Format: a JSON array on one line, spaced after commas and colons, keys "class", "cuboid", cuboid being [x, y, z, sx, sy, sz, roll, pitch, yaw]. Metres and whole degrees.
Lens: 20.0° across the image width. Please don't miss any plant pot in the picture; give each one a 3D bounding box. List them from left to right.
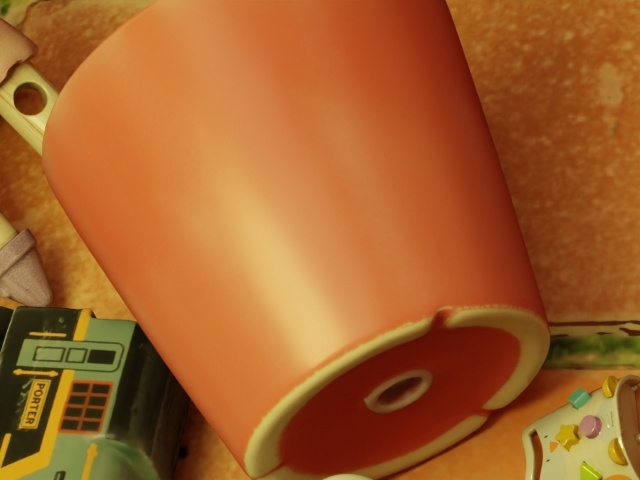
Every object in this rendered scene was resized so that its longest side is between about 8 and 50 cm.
[{"class": "plant pot", "cuboid": [0.000, 0.000, 1.094, 0.275, 0.275, 0.243, -28, 61, 4]}]

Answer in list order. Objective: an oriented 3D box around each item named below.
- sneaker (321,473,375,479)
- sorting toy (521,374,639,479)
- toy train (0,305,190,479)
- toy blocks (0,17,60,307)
[{"class": "sneaker", "cuboid": [-0.023, 0.185, 1.014, 0.090, 0.232, 0.115, 18, 44, -15]}, {"class": "sorting toy", "cuboid": [0.154, 0.122, 1.081, 0.075, 0.045, 0.083, -24, 50, 31]}, {"class": "toy train", "cuboid": [-0.197, 0.183, 1.112, 0.190, 0.142, 0.334, 1, 52, 14]}, {"class": "toy blocks", "cuboid": [-0.282, -0.037, 1.232, 0.288, 0.309, 0.260, -43, 95, -17]}]
